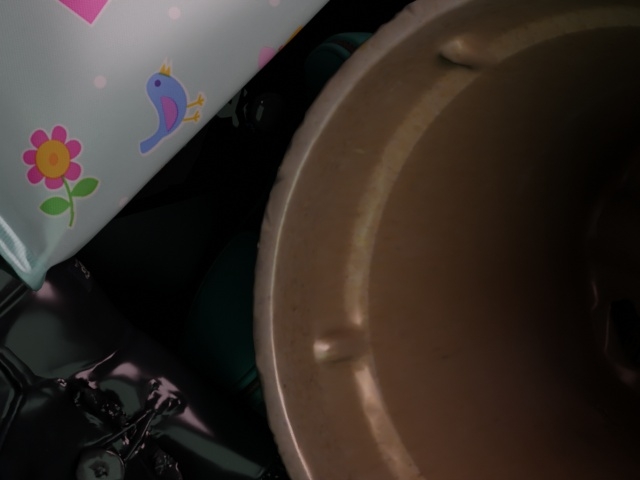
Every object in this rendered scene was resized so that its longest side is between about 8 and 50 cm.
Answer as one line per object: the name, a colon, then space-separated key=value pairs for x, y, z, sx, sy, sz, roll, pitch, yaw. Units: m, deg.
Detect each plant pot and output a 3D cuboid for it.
plant pot: x=0.183 y=0.030 z=0.878 sx=0.305 sy=0.334 sz=0.334 roll=-8 pitch=132 yaw=-61

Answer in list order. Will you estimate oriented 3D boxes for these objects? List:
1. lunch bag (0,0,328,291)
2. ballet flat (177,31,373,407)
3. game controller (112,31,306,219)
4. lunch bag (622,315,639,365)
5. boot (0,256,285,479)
lunch bag: x=-0.140 y=-0.147 z=0.682 sx=0.223 sy=0.160 sz=0.262 roll=-45 pitch=107 yaw=-11
ballet flat: x=0.000 y=0.000 z=0.939 sx=0.087 sy=0.083 sz=0.247 roll=0 pitch=124 yaw=-42
game controller: x=-0.158 y=-0.077 z=0.800 sx=0.319 sy=0.067 sz=0.166 roll=-17 pitch=123 yaw=-21
lunch bag: x=0.351 y=0.081 z=1.125 sx=0.293 sy=0.120 sz=0.258 roll=20 pitch=105 yaw=-26
boot: x=-0.165 y=0.132 z=0.895 sx=0.246 sy=0.094 sz=0.207 roll=-44 pitch=105 yaw=0
